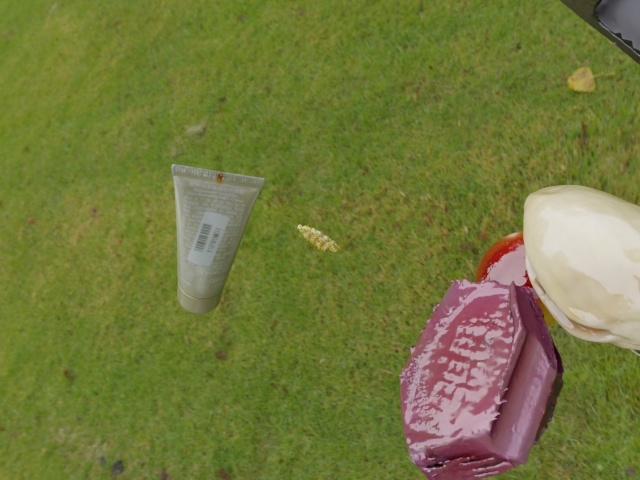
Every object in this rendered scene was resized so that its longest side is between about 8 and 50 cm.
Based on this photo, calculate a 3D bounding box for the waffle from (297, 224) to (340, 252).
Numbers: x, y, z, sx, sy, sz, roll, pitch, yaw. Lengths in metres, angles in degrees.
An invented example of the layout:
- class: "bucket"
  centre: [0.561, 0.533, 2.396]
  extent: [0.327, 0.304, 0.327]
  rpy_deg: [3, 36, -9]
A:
- class: "waffle"
  centre: [-0.001, -0.001, 1.073]
  extent: [0.085, 0.078, 0.016]
  rpy_deg: [11, 66, 55]

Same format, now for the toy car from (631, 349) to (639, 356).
- class: "toy car"
  centre: [0.654, 0.109, 1.078]
  extent: [0.198, 0.204, 0.248]
  rpy_deg: [-51, 14, -21]

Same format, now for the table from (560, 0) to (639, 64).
- class: "table"
  centre: [0.348, -0.250, 0.450]
  extent: [0.282, 0.250, 0.196]
  rpy_deg: [43, 79, 8]

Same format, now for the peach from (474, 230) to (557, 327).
- class: "peach"
  centre: [0.367, 0.072, 1.110]
  extent: [0.198, 0.197, 0.197]
  rpy_deg: [-14, 61, 26]

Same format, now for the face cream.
- class: "face cream"
  centre: [-0.189, 0.003, 1.041]
  extent: [0.138, 0.341, 0.084]
  rpy_deg: [9, 50, -10]

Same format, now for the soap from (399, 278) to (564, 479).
- class: "soap"
  centre: [0.202, 0.184, 0.804]
  extent: [0.182, 0.112, 0.289]
  rpy_deg: [-12, 37, 52]

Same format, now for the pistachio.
- class: "pistachio"
  centre: [0.415, 0.030, 0.897]
  extent: [0.214, 0.193, 0.318]
  rpy_deg: [-32, 47, -1]
